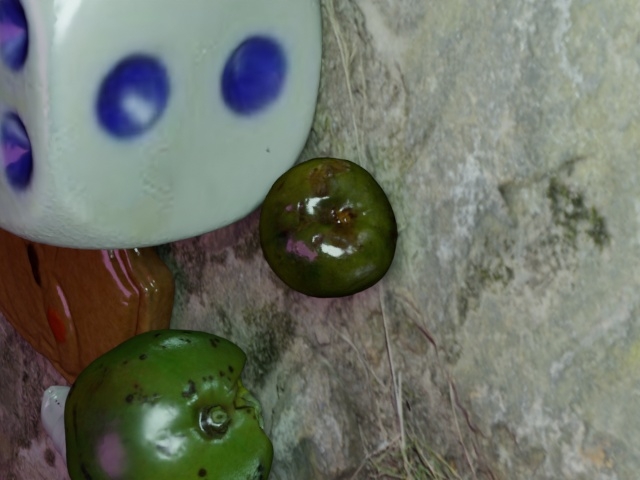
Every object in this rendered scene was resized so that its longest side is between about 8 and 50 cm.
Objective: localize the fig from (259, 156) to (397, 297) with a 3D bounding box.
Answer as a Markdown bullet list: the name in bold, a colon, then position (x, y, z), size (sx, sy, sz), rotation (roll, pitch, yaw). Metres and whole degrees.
- **fig**: position (-0.011, 0.006, 1.265), size (0.133, 0.127, 0.185), rotation (53, 136, 6)

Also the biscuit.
- **biscuit**: position (-0.331, 0.019, 1.709), size (0.455, 0.078, 0.349), rotation (19, 124, 46)

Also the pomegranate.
- **pomegranate**: position (-0.180, 0.213, 1.494), size (0.302, 0.236, 0.236), rotation (-14, 92, 65)

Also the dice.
- **dice**: position (-0.190, -0.184, 1.273), size (0.277, 0.304, 0.304), rotation (31, 126, 43)

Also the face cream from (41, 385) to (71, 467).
- **face cream**: position (-0.234, 0.292, 1.673), size (0.345, 0.102, 0.102), rotation (33, 127, 42)
